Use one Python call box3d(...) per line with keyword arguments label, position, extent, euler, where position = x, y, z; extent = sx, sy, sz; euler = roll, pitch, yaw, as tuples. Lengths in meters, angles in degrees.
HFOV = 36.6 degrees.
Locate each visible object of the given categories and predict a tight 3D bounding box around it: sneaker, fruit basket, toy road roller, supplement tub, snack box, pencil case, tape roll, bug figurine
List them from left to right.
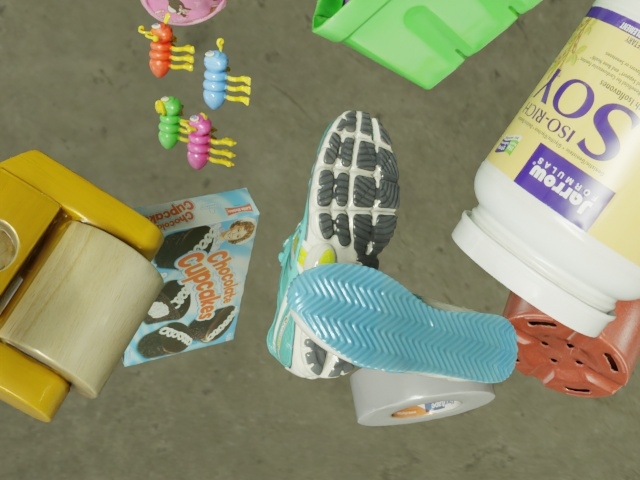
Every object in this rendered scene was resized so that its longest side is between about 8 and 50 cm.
box3d(label="toy road roller", position=(-0.336, 0.026, 0.949), extent=(0.330, 0.240, 0.202), euler=(32, 67, -7))
box3d(label="pencil case", position=(-0.282, -0.536, 1.714), extent=(0.167, 0.160, 0.386), euler=(-18, 49, -12))
box3d(label="snack box", position=(-0.207, 0.061, 1.460), extent=(0.187, 0.322, 0.060), euler=(-12, 54, -23))
box3d(label="bug figurine", position=(-0.205, -0.226, 1.500), extent=(0.279, 0.072, 0.216), euler=(34, 128, 49))
box3d(label="sneaker", position=(0.000, 0.000, 0.980), extent=(0.110, 0.107, 0.275), euler=(7, 82, 53))
box3d(label="sneaker", position=(0.065, 0.084, 0.887), extent=(0.092, 0.229, 0.087), euler=(-12, 61, 62))
box3d(label="fruit basket", position=(0.112, -0.421, 1.121), extent=(0.392, 0.392, 0.283), euler=(-15, 34, 17))
box3d(label="tape roll", position=(0.159, 0.231, 1.513), extent=(0.219, 0.219, 0.072), euler=(-17, 68, 16))
box3d(label="supplement tub", position=(0.323, -0.084, 1.079), extent=(0.241, 0.241, 0.331), euler=(40, 103, 26))

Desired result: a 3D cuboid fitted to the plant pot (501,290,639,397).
box3d(label="plant pot", position=(0.410, 0.077, 1.487), extent=(0.272, 0.272, 0.265), euler=(15, 55, 25))
